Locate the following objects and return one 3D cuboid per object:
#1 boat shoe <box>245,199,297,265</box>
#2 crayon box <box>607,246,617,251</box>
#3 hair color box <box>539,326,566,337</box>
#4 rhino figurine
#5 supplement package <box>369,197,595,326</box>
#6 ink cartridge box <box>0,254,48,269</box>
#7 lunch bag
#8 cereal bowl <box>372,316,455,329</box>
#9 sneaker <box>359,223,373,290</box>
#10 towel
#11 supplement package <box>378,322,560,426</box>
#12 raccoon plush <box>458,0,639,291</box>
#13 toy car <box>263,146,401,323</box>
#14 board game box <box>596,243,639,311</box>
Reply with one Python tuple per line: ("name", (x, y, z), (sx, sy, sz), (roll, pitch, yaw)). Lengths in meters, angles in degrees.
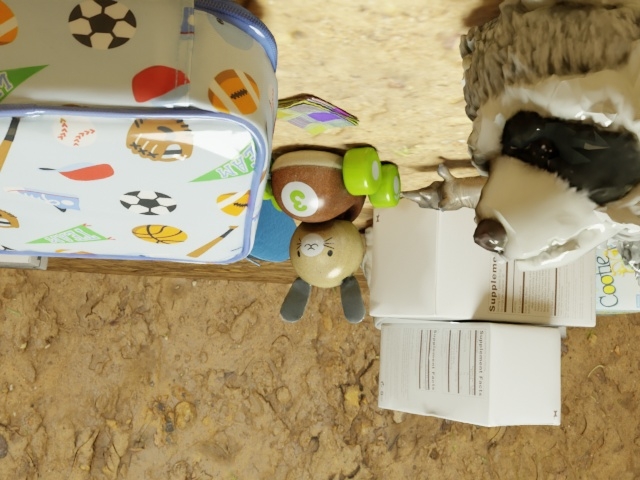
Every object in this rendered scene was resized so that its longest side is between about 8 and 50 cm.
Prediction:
("boat shoe", (-0.137, -0.045, 0.942), (0.089, 0.109, 0.258), (5, 160, 44))
("crayon box", (0.532, -0.030, 0.812), (0.323, 0.083, 0.203), (2, 172, -5))
("hair color box", (0.425, 0.144, 1.758), (0.375, 0.185, 0.113), (5, 171, -18))
("rhino figurine", (0.211, -0.050, 0.806), (0.243, 0.073, 0.106), (4, 176, -2))
("supplement package", (0.243, 0.038, 1.058), (0.293, 0.175, 0.177), (6, 172, -25))
("ink cartridge box", (-0.691, 0.016, 1.552), (0.140, 0.082, 0.191), (4, 174, -10))
("lunch bag", (-0.186, -0.066, 0.479), (0.303, 0.114, 0.243), (5, 156, -9))
("cereal bowl", (0.270, 0.095, 1.494), (0.339, 0.141, 0.339), (-7, 163, -2))
("sneaker", (0.110, 0.053, 1.309), (0.114, 0.152, 0.305), (0, 174, -1))
("towel", (-0.010, -0.113, 0.638), (0.060, 0.009, 0.083), (-4, 170, 36))
("supplement package", (0.210, 0.189, 1.024), (0.139, 0.133, 0.244), (8, 170, -30))
("raccoon plush", (0.286, -0.082, 0.427), (0.446, 0.299, 0.216), (-29, 171, -27))
("toy car", (0.000, 0.000, 0.802), (0.155, 0.188, 0.149), (-1, 172, 23))
("board game box", (0.499, 0.063, 1.287), (0.142, 0.144, 0.275), (1, 173, 9))
